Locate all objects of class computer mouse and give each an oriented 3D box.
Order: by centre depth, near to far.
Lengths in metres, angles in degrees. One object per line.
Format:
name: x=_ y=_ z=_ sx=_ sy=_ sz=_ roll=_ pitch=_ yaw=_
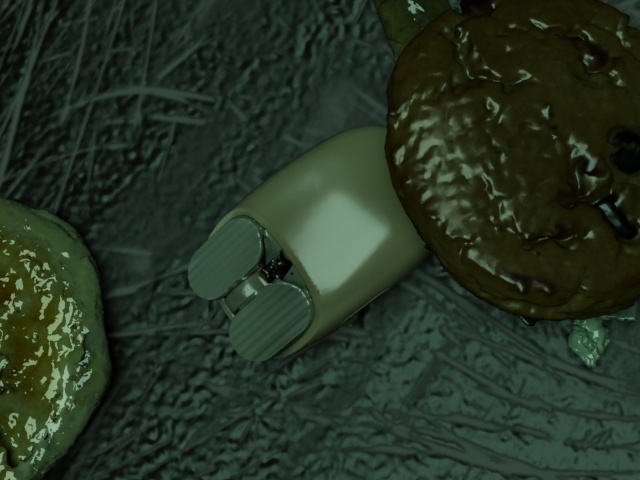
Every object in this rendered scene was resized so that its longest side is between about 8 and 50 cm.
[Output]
computer mouse: x=0.000 y=0.000 z=1.209 sx=0.236 sy=0.082 sz=0.145 roll=-35 pitch=79 yaw=5

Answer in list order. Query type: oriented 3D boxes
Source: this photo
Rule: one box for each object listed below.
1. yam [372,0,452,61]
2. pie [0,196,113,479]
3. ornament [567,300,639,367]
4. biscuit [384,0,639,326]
yam: x=0.125 y=-0.100 z=1.201 sx=0.071 sy=0.067 sz=0.317 roll=-23 pitch=79 yaw=10
pie: x=-0.352 y=0.108 z=1.271 sx=0.339 sy=0.077 sz=0.339 roll=-1 pitch=84 yaw=12
ornament: x=0.239 y=0.056 z=1.175 sx=0.092 sy=0.041 sz=0.068 roll=-47 pitch=58 yaw=13
biscuit: x=0.190 y=-0.078 z=1.135 sx=0.295 sy=0.075 sz=0.296 roll=3 pitch=74 yaw=-12
